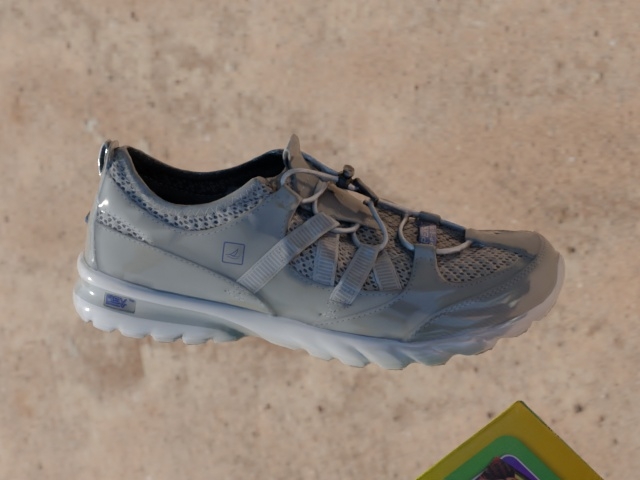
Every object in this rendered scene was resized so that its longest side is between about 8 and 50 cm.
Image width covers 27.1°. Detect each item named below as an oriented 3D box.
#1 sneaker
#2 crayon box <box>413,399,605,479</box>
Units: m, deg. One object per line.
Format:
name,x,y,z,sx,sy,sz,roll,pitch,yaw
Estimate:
sneaker,0.000,0.000,0.746,0.281,0.105,0.115,2,110,-2
crayon box,0.057,0.222,0.657,0.165,0.278,0.081,44,148,25
